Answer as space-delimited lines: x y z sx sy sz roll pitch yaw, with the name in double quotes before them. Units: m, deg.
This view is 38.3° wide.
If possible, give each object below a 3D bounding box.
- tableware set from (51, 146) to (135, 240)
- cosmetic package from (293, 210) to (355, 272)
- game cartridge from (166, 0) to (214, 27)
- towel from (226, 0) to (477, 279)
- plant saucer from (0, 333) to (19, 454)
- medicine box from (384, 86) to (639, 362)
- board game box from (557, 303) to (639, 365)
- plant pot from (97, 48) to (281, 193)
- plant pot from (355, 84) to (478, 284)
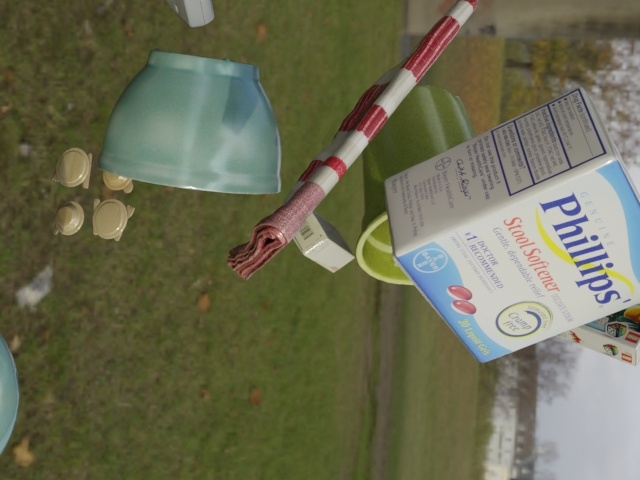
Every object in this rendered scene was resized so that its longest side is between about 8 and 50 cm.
"tableware set" -0.356 -0.073 1.440 0.020 0.169 0.141 26 72 -65
"cosmetic package" 0.000 0.000 1.259 0.060 0.041 0.115 58 10 24
"game cartridge" -0.257 -0.488 1.497 0.297 0.062 0.198 56 -12 33
"towel" 0.026 -0.106 0.984 0.329 0.037 0.237 -52 -175 -19
"plant saucer" -0.506 0.181 1.035 0.043 0.318 0.317 -121 -150 -70
"medicine box" 0.272 -0.010 1.203 0.263 0.289 0.149 49 26 -38
"board game box" 0.445 0.085 1.609 0.193 0.305 0.053 -47 141 -31
"plant pot" -0.195 -0.194 1.458 0.293 0.293 0.196 -45 143 -79
"plant pot" 0.175 -0.103 1.506 0.276 0.276 0.253 81 0 -59
